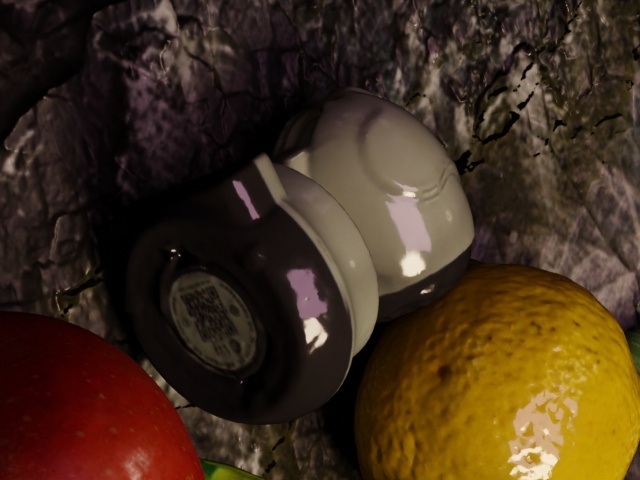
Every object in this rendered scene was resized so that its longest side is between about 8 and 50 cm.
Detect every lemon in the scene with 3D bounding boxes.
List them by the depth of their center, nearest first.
[{"bbox_3d":[0.140,0.145,1.491,0.228,0.228,0.253,44,64,-34],"label":"lemon"}]

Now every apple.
[{"bbox_3d":[-0.201,0.174,1.183,0.216,0.260,0.260,38,68,-45],"label":"apple"}]

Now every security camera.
[{"bbox_3d":[0.000,0.000,1.399,0.277,0.197,0.191,-37,102,-44],"label":"security camera"}]

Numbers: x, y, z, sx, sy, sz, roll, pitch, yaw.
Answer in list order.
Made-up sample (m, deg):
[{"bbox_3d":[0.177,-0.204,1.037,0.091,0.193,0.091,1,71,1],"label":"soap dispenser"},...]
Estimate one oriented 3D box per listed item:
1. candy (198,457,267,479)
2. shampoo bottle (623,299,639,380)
[{"bbox_3d":[-0.138,0.272,1.356,0.149,0.069,0.246,19,88,-41],"label":"candy"},{"bbox_3d":[0.273,0.138,1.718,0.204,0.065,0.065,-46,120,-30],"label":"shampoo bottle"}]
